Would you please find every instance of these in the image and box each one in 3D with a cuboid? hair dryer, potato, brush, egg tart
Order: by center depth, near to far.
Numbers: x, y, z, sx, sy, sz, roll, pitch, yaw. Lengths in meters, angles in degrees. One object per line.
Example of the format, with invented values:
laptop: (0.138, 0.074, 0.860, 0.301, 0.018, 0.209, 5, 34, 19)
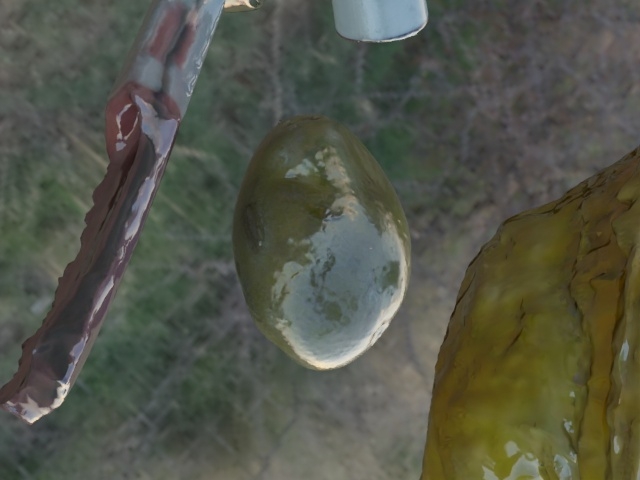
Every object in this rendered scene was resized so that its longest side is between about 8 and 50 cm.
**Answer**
brush: (-0.034, -0.072, 0.449, 0.084, 0.071, 0.301, -51, -160, 45)
egg tart: (0.116, 0.081, 0.724, 0.319, 0.128, 0.319, 8, 90, -81)
hair dryer: (0.106, -0.255, 1.224, 0.236, 0.073, 0.131, -26, 125, -25)
potato: (0.000, 0.000, 1.426, 0.160, 0.235, 0.178, -10, 177, 7)
